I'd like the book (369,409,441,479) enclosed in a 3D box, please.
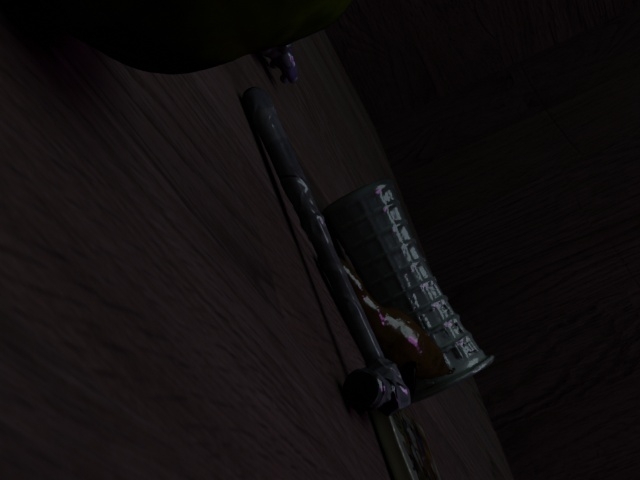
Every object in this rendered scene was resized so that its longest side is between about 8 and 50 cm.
[{"bbox_3d":[0.127,0.312,1.209,0.202,0.027,0.264,53,15,-58],"label":"book"}]

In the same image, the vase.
[{"bbox_3d":[0.116,0.065,1.480,0.299,0.143,0.143,64,8,3],"label":"vase"}]

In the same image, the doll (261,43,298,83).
[{"bbox_3d":[-0.071,-0.309,1.541,0.102,0.075,0.227,54,-6,20],"label":"doll"}]

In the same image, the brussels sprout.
[{"bbox_3d":[-0.095,-0.215,0.682,0.271,0.219,0.210,10,-66,67],"label":"brussels sprout"}]

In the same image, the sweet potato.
[{"bbox_3d":[0.079,0.113,1.326,0.269,0.074,0.075,44,18,-28],"label":"sweet potato"}]

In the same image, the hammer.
[{"bbox_3d":[-0.001,0.001,1.191,0.152,0.044,0.427,16,47,-65],"label":"hammer"}]
